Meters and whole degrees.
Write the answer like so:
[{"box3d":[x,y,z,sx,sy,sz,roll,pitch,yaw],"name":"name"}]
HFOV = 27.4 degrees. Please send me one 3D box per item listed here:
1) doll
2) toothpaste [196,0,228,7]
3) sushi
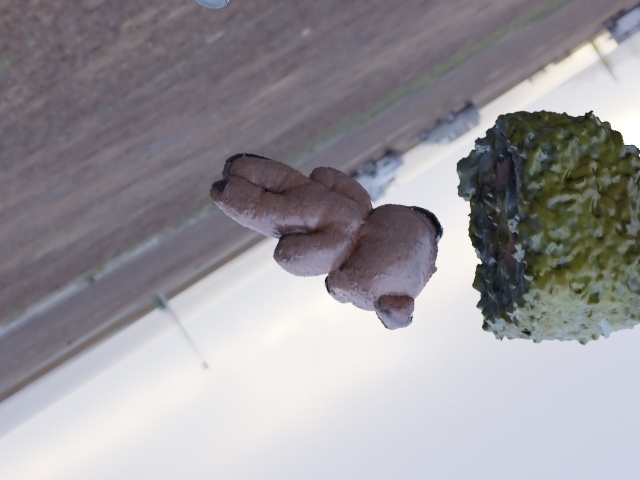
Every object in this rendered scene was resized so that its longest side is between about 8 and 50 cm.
[{"box3d":[0.000,0.000,1.678,0.156,0.303,0.201,110,6,-46],"name":"doll"},{"box3d":[-0.096,-0.356,1.389,0.062,0.239,0.039,9,158,-1],"name":"toothpaste"},{"box3d":[0.379,-0.022,2.180,0.240,0.397,0.351,-1,165,-12],"name":"sushi"}]
